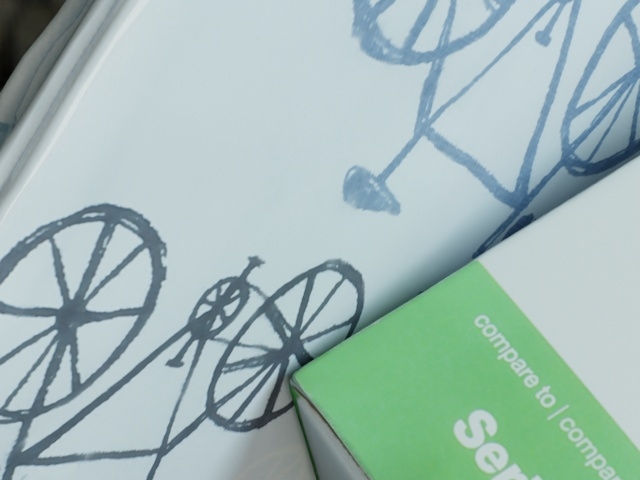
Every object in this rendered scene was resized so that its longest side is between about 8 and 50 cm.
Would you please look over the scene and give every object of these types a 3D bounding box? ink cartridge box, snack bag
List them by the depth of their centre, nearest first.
[{"bbox_3d":[0.000,0.000,0.547,0.342,0.037,0.323,-57,154,9],"label":"snack bag"},{"bbox_3d":[0.151,0.056,0.619,0.289,0.121,0.211,-32,149,-11],"label":"ink cartridge box"}]
